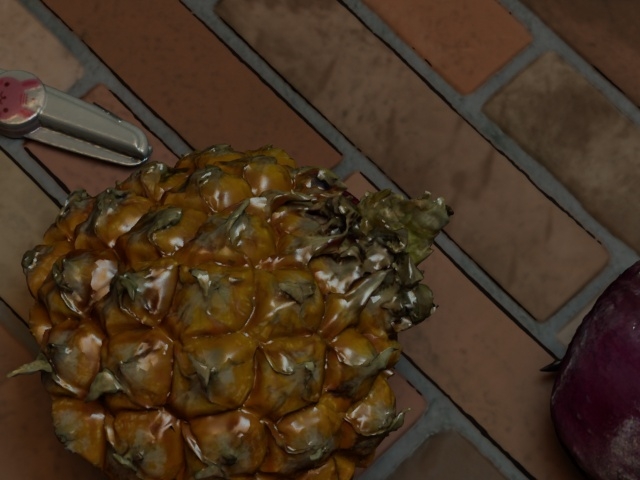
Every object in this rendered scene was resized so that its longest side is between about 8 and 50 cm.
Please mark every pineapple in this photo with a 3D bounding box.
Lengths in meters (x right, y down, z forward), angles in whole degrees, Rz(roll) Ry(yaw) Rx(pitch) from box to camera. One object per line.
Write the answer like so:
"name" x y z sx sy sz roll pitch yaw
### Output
"pineapple" -0.063 0.034 1.387 0.286 0.209 0.344 -36 68 25

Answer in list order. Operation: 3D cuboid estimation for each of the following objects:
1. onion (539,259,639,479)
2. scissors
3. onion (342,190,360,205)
"onion" 0.337 0.117 1.415 0.267 0.159 0.349 -26 49 -23
"scissors" -0.250 -0.111 1.593 0.242 0.030 0.118 21 69 7
"onion" 0.000 0.000 1.533 0.107 0.097 0.107 11 50 -14
